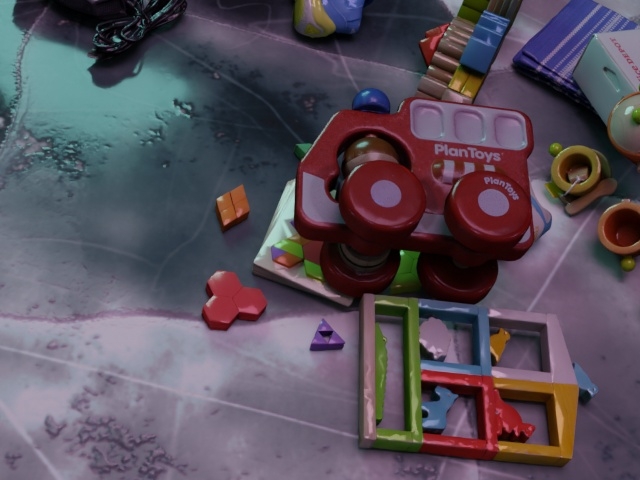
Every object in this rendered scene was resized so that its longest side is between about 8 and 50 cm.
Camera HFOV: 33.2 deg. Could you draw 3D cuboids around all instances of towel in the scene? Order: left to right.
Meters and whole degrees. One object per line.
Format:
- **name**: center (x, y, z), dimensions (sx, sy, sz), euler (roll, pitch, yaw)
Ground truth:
- **towel**: center (0.493, -0.254, 1.694), dimensions (0.336, 0.040, 0.243), euler (35, 52, 13)

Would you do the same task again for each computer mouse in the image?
- **computer mouse**: center (-0.351, -0.377, 1.580), dimensions (0.272, 0.072, 0.188), euler (41, 52, 4)

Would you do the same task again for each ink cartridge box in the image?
- **ink cartridge box**: center (0.508, -0.236, 1.598), dimensions (0.212, 0.093, 0.154), euler (-9, 55, -25)

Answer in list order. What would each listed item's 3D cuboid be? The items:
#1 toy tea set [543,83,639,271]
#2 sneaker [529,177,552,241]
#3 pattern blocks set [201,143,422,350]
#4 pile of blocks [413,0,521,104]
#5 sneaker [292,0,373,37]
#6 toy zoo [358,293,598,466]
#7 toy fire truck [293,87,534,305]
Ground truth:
- **toy tea set**: center (0.440, -0.048, 1.408), dimensions (0.200, 0.124, 0.336), euler (-37, 63, 11)
- **sneaker**: center (0.223, -0.084, 1.469), dimensions (0.092, 0.087, 0.228), euler (-18, 65, -32)
- **pattern blocks set**: center (0.000, 0.000, 1.383), dimensions (0.285, 0.026, 0.324), euler (12, 51, -3)
- **pile of blocks**: center (0.221, -0.320, 1.605), dimensions (0.113, 0.149, 0.362), euler (24, 52, 6)
- **sneaker**: center (0.018, -0.414, 1.674), dimensions (0.126, 0.091, 0.240), euler (9, 68, -20)
- **toy zoo**: center (0.191, 0.166, 1.278), dimensions (0.293, 0.030, 0.192), euler (7, 57, -8)
- **toy fire truck**: center (0.119, -0.071, 1.324), dimensions (0.302, 0.169, 0.254), euler (6, 57, -7)
